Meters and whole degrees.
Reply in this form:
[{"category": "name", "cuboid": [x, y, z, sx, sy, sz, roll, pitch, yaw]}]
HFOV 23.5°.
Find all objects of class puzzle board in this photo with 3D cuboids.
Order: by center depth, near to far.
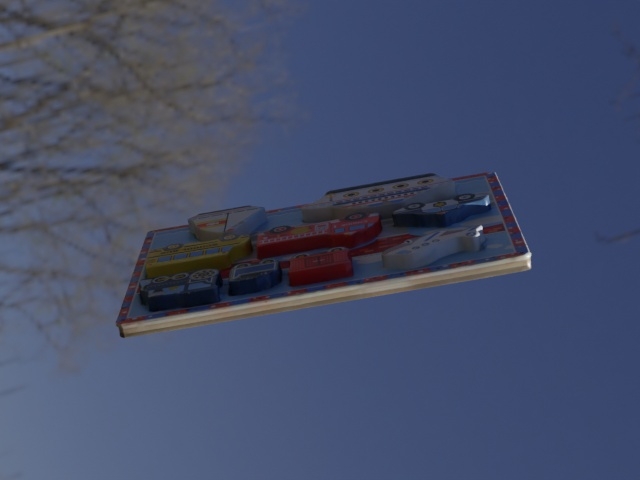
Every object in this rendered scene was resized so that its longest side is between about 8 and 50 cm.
[{"category": "puzzle board", "cuboid": [0.000, 0.000, 0.510, 0.096, 0.128, 0.011, -92, 172, -71]}]
